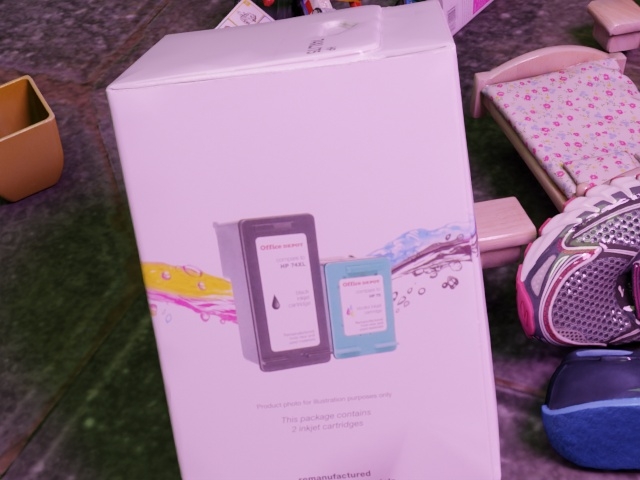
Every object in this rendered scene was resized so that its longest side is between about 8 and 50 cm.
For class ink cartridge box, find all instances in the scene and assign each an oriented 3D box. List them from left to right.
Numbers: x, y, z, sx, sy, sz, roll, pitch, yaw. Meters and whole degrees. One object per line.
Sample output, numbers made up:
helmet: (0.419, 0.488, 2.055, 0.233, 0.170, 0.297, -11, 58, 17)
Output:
ink cartridge box: (0.000, 0.000, 0.757, 0.197, 0.270, 0.198, -6, 18, 5)

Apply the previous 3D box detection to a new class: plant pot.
plant pot: (-0.279, -0.085, 1.076, 0.081, 0.083, 0.081, -26, 45, -14)

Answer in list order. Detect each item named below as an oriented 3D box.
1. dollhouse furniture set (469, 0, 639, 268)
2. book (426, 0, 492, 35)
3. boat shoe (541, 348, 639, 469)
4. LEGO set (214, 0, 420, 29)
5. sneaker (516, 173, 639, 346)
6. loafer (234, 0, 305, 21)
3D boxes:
dollhouse furniture set: (0.236, -0.165, 0.945, 0.355, 0.174, 0.303, -11, 42, -14)
book: (0.158, -0.274, 1.170, 0.035, 0.096, 0.144, 28, 55, 32)
boat shoe: (0.276, 0.093, 0.765, 0.258, 0.109, 0.089, 4, 39, 14)
LEGO set: (0.009, -0.183, 1.111, 0.182, 0.060, 0.244, 38, 47, -7)
sneaker: (0.282, 0.013, 0.816, 0.299, 0.121, 0.112, -13, 27, -2)
loafer: (-0.067, -0.179, 1.140, 0.078, 0.076, 0.223, -6, 39, 14)
